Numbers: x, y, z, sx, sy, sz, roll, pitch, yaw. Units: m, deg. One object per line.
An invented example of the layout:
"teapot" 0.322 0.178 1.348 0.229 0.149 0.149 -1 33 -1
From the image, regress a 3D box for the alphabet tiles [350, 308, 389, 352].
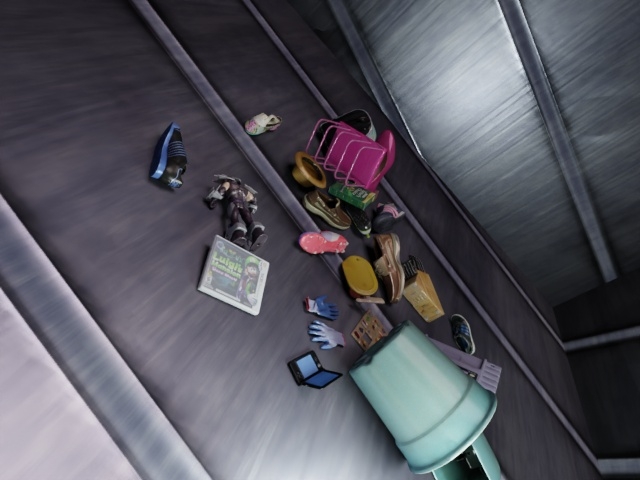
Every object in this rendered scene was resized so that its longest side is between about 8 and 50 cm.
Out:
"alphabet tiles" 0.218 0.385 1.582 0.237 0.009 0.198 53 31 0

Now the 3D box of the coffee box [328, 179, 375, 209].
"coffee box" 0.144 -0.213 1.957 0.184 0.040 0.113 29 41 19

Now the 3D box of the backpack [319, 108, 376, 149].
"backpack" 0.152 -0.529 2.187 0.191 0.254 0.225 44 25 -54

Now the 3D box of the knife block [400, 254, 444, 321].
"knife block" 0.465 0.205 2.010 0.275 0.088 0.242 49 32 -5

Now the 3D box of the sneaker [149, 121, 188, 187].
"sneaker" -0.440 -0.254 1.300 0.091 0.081 0.232 31 44 -36

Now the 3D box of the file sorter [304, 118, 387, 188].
"file sorter" 0.101 -0.390 1.940 0.182 0.202 0.291 -5 38 -49

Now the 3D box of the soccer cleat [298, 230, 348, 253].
"soccer cleat" 0.000 0.000 1.635 0.248 0.083 0.095 5 25 -45

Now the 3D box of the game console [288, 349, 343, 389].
"game console" -0.013 0.366 1.237 0.122 0.071 0.107 -8 65 -56

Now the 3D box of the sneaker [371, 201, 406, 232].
"sneaker" 0.305 -0.122 2.140 0.131 0.112 0.319 43 25 17

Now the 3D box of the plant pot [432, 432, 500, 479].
"plant pot" 0.495 0.738 1.452 0.234 0.166 0.165 9 51 -58

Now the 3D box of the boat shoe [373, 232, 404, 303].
"boat shoe" 0.280 0.116 1.856 0.117 0.123 0.324 3 58 -10

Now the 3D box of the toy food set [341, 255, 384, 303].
"toy food set" 0.146 0.165 1.665 0.128 0.071 0.217 0 53 -25

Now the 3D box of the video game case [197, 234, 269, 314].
"video game case" -0.239 0.097 1.226 0.190 0.022 0.173 32 48 -30

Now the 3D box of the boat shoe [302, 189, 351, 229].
"boat shoe" 0.048 -0.128 1.791 0.258 0.095 0.095 26 40 -37

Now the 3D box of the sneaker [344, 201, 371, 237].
"sneaker" 0.172 -0.108 1.980 0.097 0.084 0.234 69 4 -52

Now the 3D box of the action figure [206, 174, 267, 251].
"action figure" -0.262 -0.099 1.362 0.186 0.099 0.284 11 46 -38

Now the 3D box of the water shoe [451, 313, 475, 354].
"water shoe" 0.669 0.440 2.058 0.080 0.073 0.203 15 47 -42

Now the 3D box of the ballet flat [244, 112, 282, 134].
"ballet flat" -0.232 -0.494 1.809 0.076 0.079 0.221 54 31 1

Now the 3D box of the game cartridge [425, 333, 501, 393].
"game cartridge" 0.459 0.452 1.573 0.355 0.068 0.230 20 18 23

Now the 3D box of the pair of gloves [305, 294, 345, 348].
"pair of gloves" 0.014 0.264 1.423 0.159 0.023 0.198 23 43 -42

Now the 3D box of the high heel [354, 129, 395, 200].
"high heel" 0.257 -0.364 2.097 0.181 0.127 0.376 7 97 -58

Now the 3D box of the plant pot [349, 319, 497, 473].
"plant pot" 0.288 0.449 1.334 0.334 0.341 0.341 49 30 10

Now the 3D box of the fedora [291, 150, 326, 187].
"fedora" -0.058 -0.281 1.823 0.194 0.079 0.194 41 30 -29
